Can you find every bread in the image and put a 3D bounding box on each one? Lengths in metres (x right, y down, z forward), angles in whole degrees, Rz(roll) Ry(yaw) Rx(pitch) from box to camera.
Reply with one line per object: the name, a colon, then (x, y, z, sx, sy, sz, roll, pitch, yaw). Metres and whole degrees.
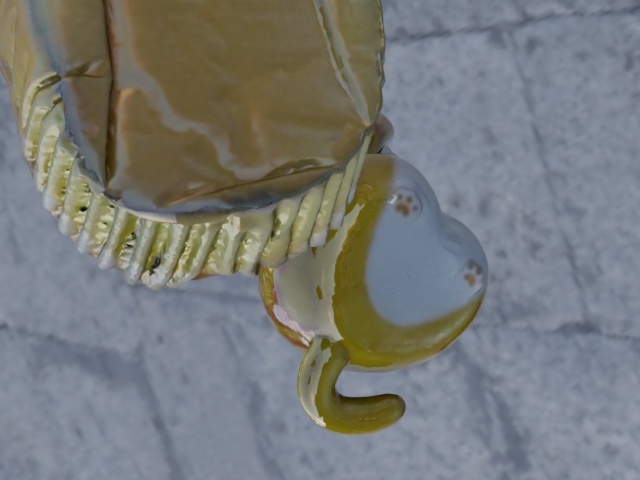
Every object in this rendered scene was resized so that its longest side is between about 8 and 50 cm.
bread: (-0.079, -0.120, 0.926, 0.156, 0.204, 0.288, 121, 131, -68)

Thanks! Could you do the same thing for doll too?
doll: (0.016, -0.006, 1.209, 0.166, 0.162, 0.269, 52, -173, -27)
